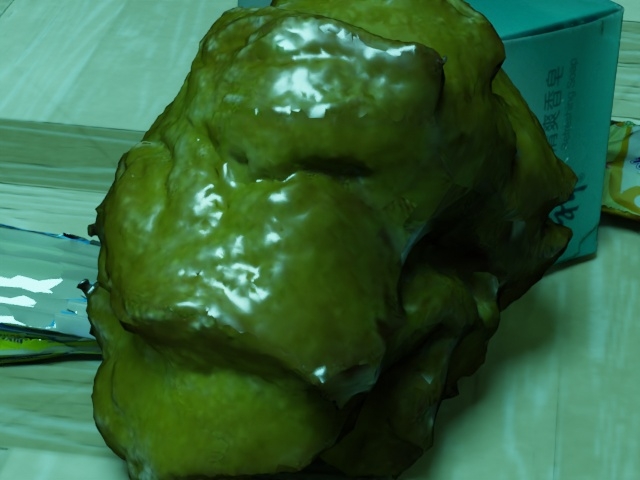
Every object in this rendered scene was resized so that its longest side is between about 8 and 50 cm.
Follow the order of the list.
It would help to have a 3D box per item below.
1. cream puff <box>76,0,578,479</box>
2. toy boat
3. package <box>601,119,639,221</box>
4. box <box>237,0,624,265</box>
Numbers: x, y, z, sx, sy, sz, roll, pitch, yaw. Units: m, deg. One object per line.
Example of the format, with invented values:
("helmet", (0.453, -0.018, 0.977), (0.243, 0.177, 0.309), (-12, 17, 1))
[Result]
("cream puff", (0.000, 0.000, 0.763), (0.155, 0.241, 0.269), (18, 68, 34))
("toy boat", (-0.132, 0.028, 0.855), (0.210, 0.066, 0.084), (9, 63, -6))
("package", (0.207, -0.036, 1.008), (0.108, 0.031, 0.121), (11, 31, 16))
("box", (0.052, -0.093, 0.979), (0.092, 0.153, 0.245), (-19, 34, -31))
